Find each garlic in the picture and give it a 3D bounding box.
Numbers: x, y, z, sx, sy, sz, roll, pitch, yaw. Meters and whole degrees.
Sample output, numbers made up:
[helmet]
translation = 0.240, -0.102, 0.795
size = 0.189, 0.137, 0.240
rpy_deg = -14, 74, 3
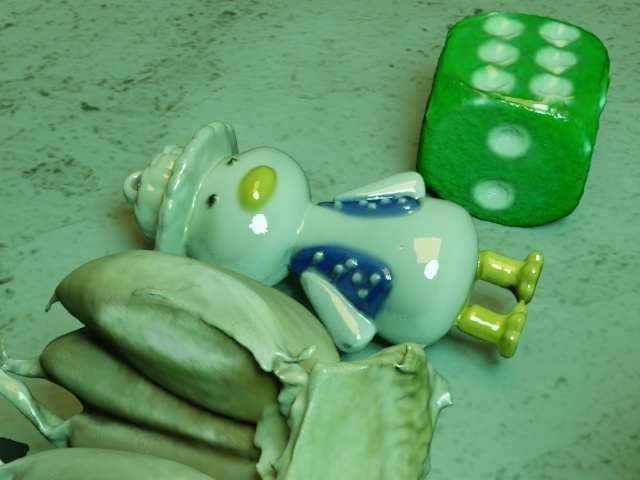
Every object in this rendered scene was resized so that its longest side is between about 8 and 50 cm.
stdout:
[garlic]
translation = -0.079, 0.129, 0.621
size = 0.292, 0.238, 0.210
rpy_deg = -8, 17, 44

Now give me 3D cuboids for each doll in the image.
[doll]
translation = 0.000, 0.000, 0.838
size = 0.293, 0.119, 0.138
rpy_deg = 18, 69, 13

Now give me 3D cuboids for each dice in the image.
[dice]
translation = 0.147, -0.096, 0.951
size = 0.130, 0.120, 0.128
rpy_deg = 13, 44, 11

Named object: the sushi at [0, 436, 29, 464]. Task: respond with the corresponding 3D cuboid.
[sushi]
translation = -0.307, 0.172, 0.629
size = 0.264, 0.050, 0.290
rpy_deg = 17, 42, -10
